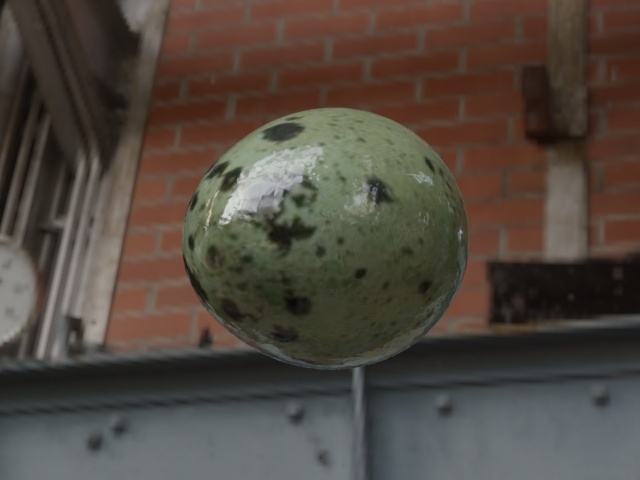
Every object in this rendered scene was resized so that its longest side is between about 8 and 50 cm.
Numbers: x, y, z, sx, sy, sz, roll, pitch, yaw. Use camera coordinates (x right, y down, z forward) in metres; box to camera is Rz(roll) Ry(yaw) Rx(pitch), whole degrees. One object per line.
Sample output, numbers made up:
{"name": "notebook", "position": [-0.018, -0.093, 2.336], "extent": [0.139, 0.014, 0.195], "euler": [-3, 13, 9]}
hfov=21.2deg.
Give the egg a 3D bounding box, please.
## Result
{"name": "egg", "position": [0.000, 0.000, 1.139], "extent": [0.177, 0.177, 0.228], "euler": [-21, -7, 33]}
